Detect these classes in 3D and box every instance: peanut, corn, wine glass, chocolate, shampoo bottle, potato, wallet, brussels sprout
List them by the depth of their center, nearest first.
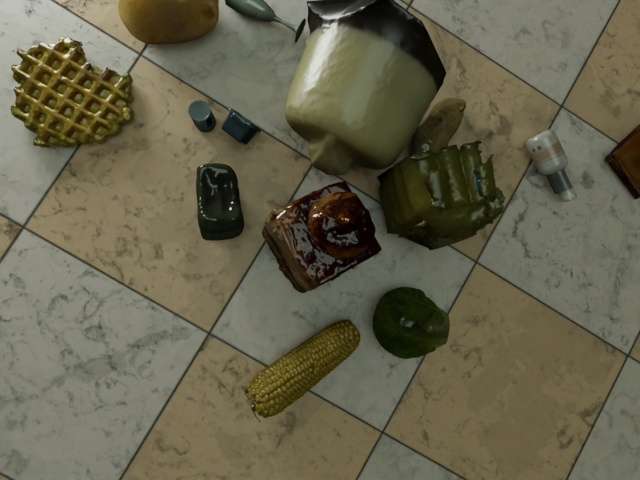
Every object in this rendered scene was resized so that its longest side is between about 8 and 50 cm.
[{"bbox_3d":[0.068,-0.302,0.893,0.314,0.326,0.297,25,80,40],"label":"chocolate"},{"bbox_3d":[-0.356,-0.555,0.958,0.234,0.146,0.150,-11,58,-6],"label":"potato"},{"bbox_3d":[-0.037,0.298,0.963,0.305,0.106,0.106,-35,91,-7],"label":"corn"},{"bbox_3d":[0.215,0.202,0.980,0.181,0.143,0.161,23,50,7],"label":"brussels sprout"},{"bbox_3d":[-0.137,-0.569,1.014,0.198,0.066,0.066,27,85,-3],"label":"wine glass"},{"bbox_3d":[0.293,-0.275,1.030,0.100,0.099,0.214,34,85,-4],"label":"peanut"},{"bbox_3d":[0.614,-0.194,1.072,0.074,0.074,0.192,-28,92,-7],"label":"shampoo bottle"},{"bbox_3d":[0.895,-0.231,1.124,0.195,0.042,0.161,-41,96,-9],"label":"wallet"}]

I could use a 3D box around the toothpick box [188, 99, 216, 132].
[{"bbox_3d":[-0.282,-0.295,0.973,0.052,0.083,0.052,0,88,-6],"label":"toothpick box"}]

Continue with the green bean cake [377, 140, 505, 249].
[{"bbox_3d":[0.300,-0.089,0.914,0.285,0.310,0.202,-9,86,-4],"label":"green bean cake"}]

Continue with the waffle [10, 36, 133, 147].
[{"bbox_3d":[-0.585,-0.350,0.959,0.291,0.051,0.291,0,90,-7],"label":"waffle"}]

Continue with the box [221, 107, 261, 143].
[{"bbox_3d":[-0.193,-0.270,0.979,0.074,0.099,0.054,35,99,-3],"label":"box"}]

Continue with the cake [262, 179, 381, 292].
[{"bbox_3d":[0.000,0.000,0.888,0.199,0.293,0.196,-27,90,-11],"label":"cake"}]

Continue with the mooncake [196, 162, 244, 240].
[{"bbox_3d":[-0.233,-0.088,0.930,0.104,0.168,0.175,-6,103,-8],"label":"mooncake"}]
